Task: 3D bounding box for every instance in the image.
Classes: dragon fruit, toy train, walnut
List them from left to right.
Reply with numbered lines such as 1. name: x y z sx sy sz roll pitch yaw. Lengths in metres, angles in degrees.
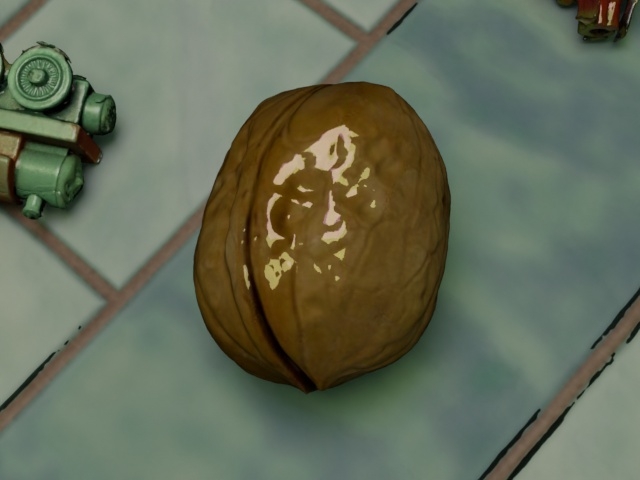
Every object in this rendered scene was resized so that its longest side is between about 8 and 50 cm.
1. toy train: -0.223 -0.070 0.790 0.176 0.074 0.118 13 80 6
2. walnut: 0.000 0.000 0.700 0.144 0.144 0.180 4 72 8
3. dragon fruit: 0.180 -0.187 0.785 0.081 0.086 0.116 6 72 -32
